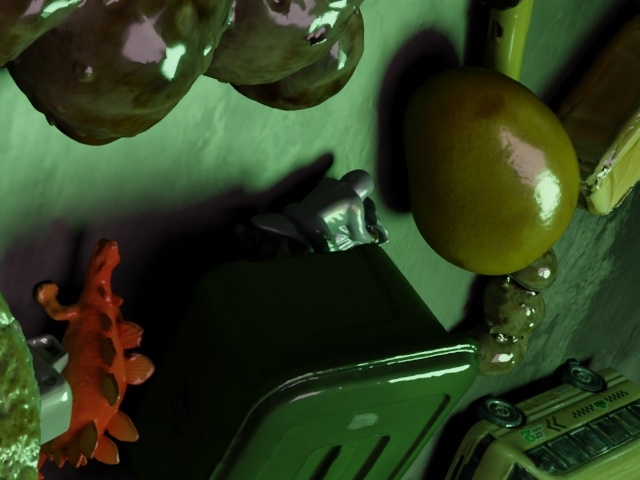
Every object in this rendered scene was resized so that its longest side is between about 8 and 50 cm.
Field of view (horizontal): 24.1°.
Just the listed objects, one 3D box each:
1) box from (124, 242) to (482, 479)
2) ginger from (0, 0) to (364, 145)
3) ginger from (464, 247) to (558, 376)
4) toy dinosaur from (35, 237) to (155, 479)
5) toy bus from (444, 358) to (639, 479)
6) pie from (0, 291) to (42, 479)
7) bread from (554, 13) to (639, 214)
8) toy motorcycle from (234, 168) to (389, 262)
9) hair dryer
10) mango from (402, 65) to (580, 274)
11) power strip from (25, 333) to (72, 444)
[{"bbox_3d":[-0.031,0.156,1.390,0.253,0.178,0.328,-5,143,-34],"label":"box"},{"bbox_3d":[-0.097,-0.170,1.072,0.375,0.176,0.256,-21,151,-42],"label":"ginger"},{"bbox_3d":[0.234,0.079,1.839,0.104,0.080,0.204,-6,128,-44],"label":"ginger"},{"bbox_3d":[-0.200,0.131,1.275,0.070,0.117,0.288,-11,126,-49],"label":"toy dinosaur"},{"bbox_3d":[0.336,0.310,2.086,0.365,0.202,0.177,-14,132,-46],"label":"toy bus"},{"bbox_3d":[-0.308,0.115,1.040,0.257,0.105,0.274,-25,102,-42],"label":"pie"},{"bbox_3d":[0.355,-0.151,1.750,0.241,0.107,0.136,-51,151,-3],"label":"bread"},{"bbox_3d":[0.000,0.000,1.456,0.225,0.073,0.152,-1,119,-52],"label":"toy motorcycle"},{"bbox_3d":[0.198,-0.229,1.502,0.135,0.090,0.278,-38,152,-28],"label":"hair dryer"},{"bbox_3d":[0.176,-0.070,1.532,0.175,0.139,0.254,-6,139,4],"label":"mango"},{"bbox_3d":[-0.336,0.163,1.142,0.338,0.098,0.058,-26,142,-37],"label":"power strip"}]
